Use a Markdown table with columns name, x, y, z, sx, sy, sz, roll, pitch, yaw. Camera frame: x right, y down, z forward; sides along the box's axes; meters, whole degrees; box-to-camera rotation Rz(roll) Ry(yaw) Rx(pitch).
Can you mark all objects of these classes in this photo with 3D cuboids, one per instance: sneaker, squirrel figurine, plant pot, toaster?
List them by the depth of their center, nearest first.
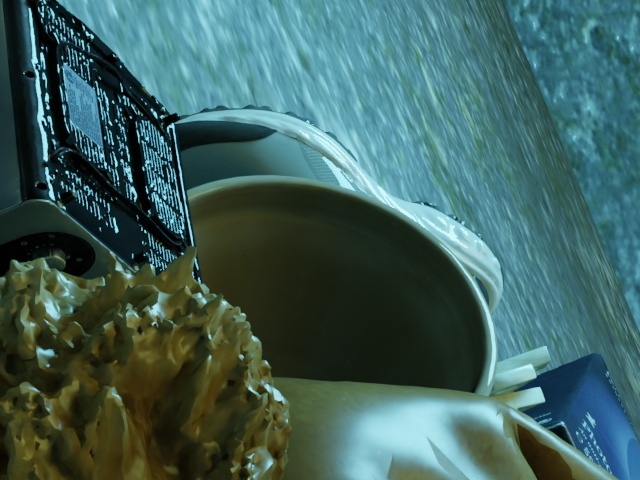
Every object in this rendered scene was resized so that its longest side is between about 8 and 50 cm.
| name | x | y | z | sx | sy | sz | roll | pitch | yaw |
| --- | --- | --- | --- | --- | --- | --- | --- | --- | --- |
| squirrel figurine | -0.036 | 0.193 | 0.722 | 0.397 | 0.281 | 0.370 | 45 | 17 | -10 |
| toaster | -0.147 | -0.035 | 0.939 | 0.168 | 0.110 | 0.185 | 46 | 26 | -51 |
| plant pot | -0.020 | 0.079 | 1.097 | 0.109 | 0.237 | 0.237 | 109 | -20 | -44 |
| sneaker | 0.000 | 0.000 | 1.227 | 0.271 | 0.100 | 0.108 | 29 | 43 | -6 |

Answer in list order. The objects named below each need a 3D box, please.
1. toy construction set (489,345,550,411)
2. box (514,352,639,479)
| name | x | y | z | sx | sy | sz | roll | pitch | yaw |
| --- | --- | --- | --- | --- | --- | --- | --- | --- | --- |
| toy construction set | 0.111 | 0.222 | 1.200 | 0.151 | 0.215 | 0.327 | 44 | 25 | -61 |
| box | 0.197 | 0.276 | 1.468 | 0.296 | 0.183 | 0.294 | 66 | 15 | -1 |
